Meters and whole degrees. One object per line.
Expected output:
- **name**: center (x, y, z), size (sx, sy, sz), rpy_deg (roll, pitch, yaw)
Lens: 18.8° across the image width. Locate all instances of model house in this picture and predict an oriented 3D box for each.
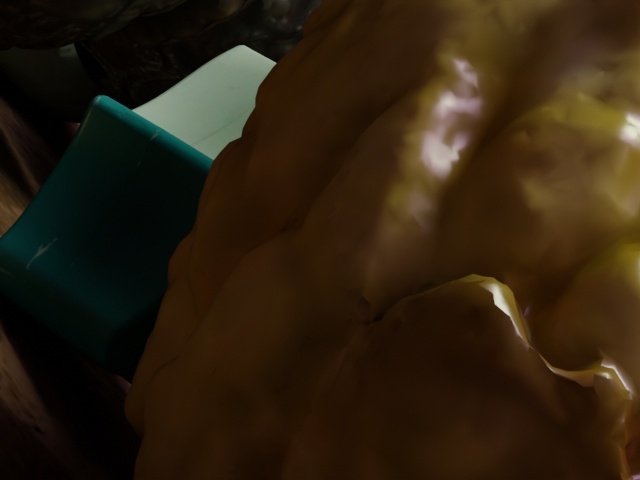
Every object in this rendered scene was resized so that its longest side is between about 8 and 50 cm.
- **model house**: center (-0.053, 0.006, 0.803), size (0.100, 0.149, 0.127), rpy_deg (33, -49, 30)

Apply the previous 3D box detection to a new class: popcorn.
- **popcorn**: center (0.096, 0.072, 0.673), size (0.354, 0.344, 0.390), rpy_deg (-30, -107, 63)

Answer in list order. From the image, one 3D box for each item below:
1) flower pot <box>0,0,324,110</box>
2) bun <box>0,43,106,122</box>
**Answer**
- **flower pot**: center (-0.097, -0.185, 0.865), size (0.266, 0.266, 0.267), rpy_deg (57, 10, 30)
- **bun**: center (-0.156, -0.223, 1.135), size (0.293, 0.187, 0.293), rpy_deg (56, 6, -9)
